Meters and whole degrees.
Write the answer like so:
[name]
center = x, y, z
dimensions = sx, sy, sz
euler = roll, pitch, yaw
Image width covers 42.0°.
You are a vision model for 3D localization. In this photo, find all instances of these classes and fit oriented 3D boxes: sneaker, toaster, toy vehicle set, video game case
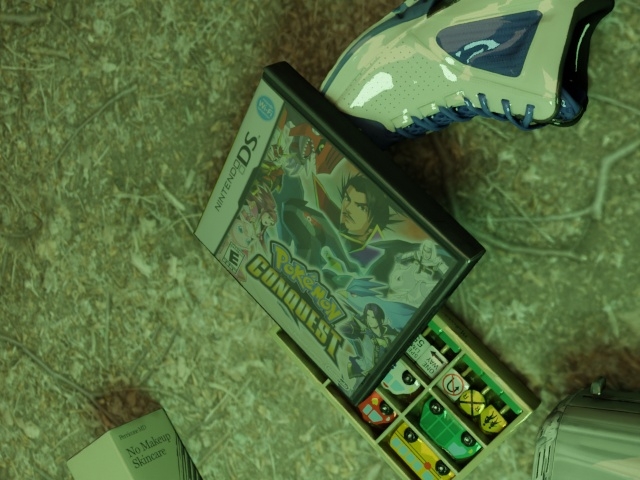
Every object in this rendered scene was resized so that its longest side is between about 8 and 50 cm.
[sneaker]
center = 0.146, -0.152, 0.785
dimensions = 0.315, 0.127, 0.182
euler = -42, 73, 24
[toaster]
center = 0.276, 0.241, 0.760
dimensions = 0.147, 0.129, 0.226
euler = 9, 102, 32
[toy vehicle set]
center = 0.083, 0.135, 0.904
dimensions = 0.267, 0.035, 0.166
euler = 45, 114, 17
[video game case]
center = 0.000, 0.000, 0.848
dimensions = 0.275, 0.035, 0.248
euler = 45, 133, 16

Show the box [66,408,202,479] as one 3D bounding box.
[box]
center = -0.193, 0.360, 1.040
dimensions = 0.094, 0.113, 0.275
euler = -37, 79, 26
